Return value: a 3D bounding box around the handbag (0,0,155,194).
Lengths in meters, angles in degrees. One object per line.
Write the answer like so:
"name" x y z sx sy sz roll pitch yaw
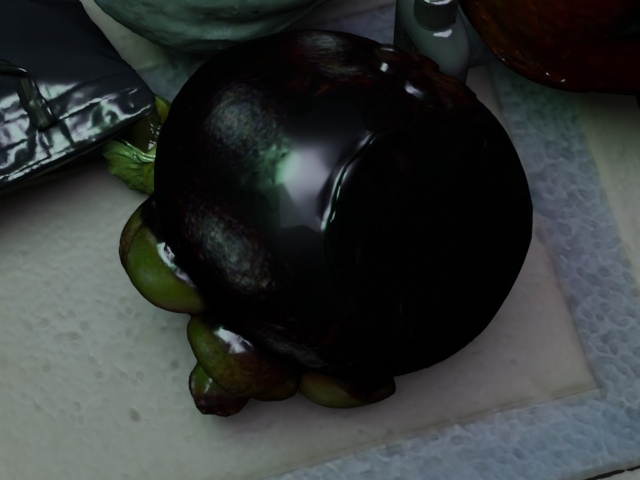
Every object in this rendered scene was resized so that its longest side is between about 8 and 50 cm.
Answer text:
"handbag" -0.265 -0.099 1.226 0.254 0.088 0.211 -28 51 -5

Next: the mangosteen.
"mangosteen" 0.004 -0.001 1.135 0.233 0.287 0.287 15 69 47

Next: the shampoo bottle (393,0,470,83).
"shampoo bottle" 0.082 -0.150 1.208 0.040 0.165 0.080 -26 74 -7

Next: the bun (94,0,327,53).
"bun" -0.032 -0.302 1.171 0.211 0.362 0.362 24 74 -10

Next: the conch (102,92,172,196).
"conch" -0.125 -0.072 1.233 0.074 0.089 0.121 -40 49 27

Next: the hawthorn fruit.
"hawthorn fruit" 0.224 -0.243 1.166 0.316 0.316 0.316 0 73 1
